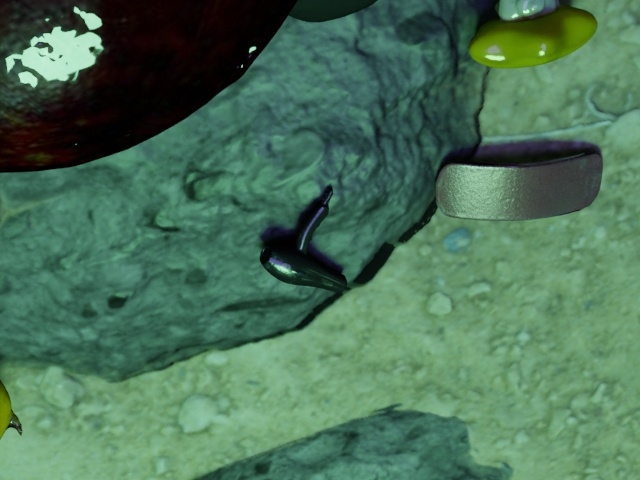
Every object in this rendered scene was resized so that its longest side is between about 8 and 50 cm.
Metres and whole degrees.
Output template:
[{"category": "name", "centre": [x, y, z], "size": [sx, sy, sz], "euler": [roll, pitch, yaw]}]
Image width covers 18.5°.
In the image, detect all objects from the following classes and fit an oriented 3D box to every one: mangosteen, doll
[{"category": "mangosteen", "centre": [-0.183, -0.254, 1.139], "size": [0.381, 0.381, 0.421], "euler": [-25, 98, 3]}, {"category": "doll", "centre": [0.142, -0.180, 1.432], "size": [0.135, 0.071, 0.113], "euler": [8, 112, -12]}]

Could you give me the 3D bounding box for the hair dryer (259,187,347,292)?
[{"category": "hair dryer", "centre": [0.000, 0.000, 1.537], "size": [0.079, 0.031, 0.083], "euler": [19, 108, -35]}]

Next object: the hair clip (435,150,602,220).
[{"category": "hair clip", "centre": [0.158, -0.043, 1.545], "size": [0.137, 0.022, 0.054], "euler": [-4, 126, -11]}]

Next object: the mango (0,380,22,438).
[{"category": "mango", "centre": [-0.319, 0.119, 1.517], "size": [0.187, 0.066, 0.101], "euler": [26, 113, -16]}]

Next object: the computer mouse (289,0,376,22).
[{"category": "computer mouse", "centre": [-0.010, -0.258, 1.333], "size": [0.137, 0.086, 0.270], "euler": [-18, 123, -2]}]
